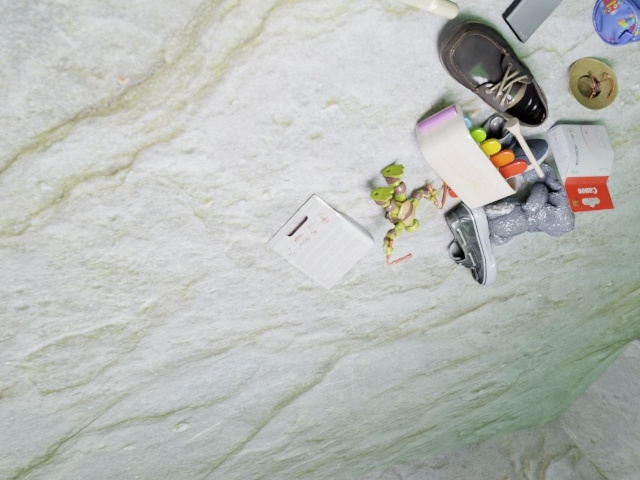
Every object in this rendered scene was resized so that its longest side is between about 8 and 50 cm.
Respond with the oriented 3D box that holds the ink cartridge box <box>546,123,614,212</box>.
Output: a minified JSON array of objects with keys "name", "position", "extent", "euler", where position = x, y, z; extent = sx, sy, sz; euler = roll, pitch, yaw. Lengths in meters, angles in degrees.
[{"name":"ink cartridge box","position":[0.726,-0.200,1.383],"extent":[0.188,0.233,0.066],"euler":[-5,162,-27]}]

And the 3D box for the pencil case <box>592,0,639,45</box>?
[{"name":"pencil case","position":[0.776,-0.550,1.146],"extent":[0.305,0.133,0.119],"euler":[-27,167,-4]}]

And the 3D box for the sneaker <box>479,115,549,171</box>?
[{"name":"sneaker","position":[0.491,-0.248,1.291],"extent":[0.226,0.086,0.164],"euler":[-22,140,-9]}]

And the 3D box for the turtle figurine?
[{"name":"turtle figurine","position":[0.209,-0.090,1.275],"extent":[0.270,0.087,0.217],"euler":[-50,135,-11]}]

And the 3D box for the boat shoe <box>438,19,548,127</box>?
[{"name":"boat shoe","position":[0.397,-0.352,1.104],"extent":[0.355,0.130,0.132],"euler":[16,120,-40]}]

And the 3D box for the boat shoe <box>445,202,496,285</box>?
[{"name":"boat shoe","position":[0.433,0.020,1.507],"extent":[0.119,0.121,0.335],"euler":[-24,128,4]}]

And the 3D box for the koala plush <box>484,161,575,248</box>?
[{"name":"koala plush","position":[0.571,-0.076,1.444],"extent":[0.221,0.203,0.196],"euler":[-19,138,4]}]

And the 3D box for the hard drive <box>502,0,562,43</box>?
[{"name":"hard drive","position":[0.456,-0.500,1.080],"extent":[0.094,0.022,0.135],"euler":[23,115,-43]}]

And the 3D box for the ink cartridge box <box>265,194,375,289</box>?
[{"name":"ink cartridge box","position":[0.000,0.000,1.277],"extent":[0.224,0.056,0.181],"euler":[38,106,-27]}]

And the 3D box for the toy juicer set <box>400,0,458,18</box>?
[{"name":"toy juicer set","position":[0.240,-0.525,0.890],"extent":[0.329,0.089,0.209],"euler":[-54,147,12]}]

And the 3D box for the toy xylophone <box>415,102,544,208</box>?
[{"name":"toy xylophone","position":[0.378,-0.189,1.199],"extent":[0.236,0.081,0.322],"euler":[-16,140,29]}]

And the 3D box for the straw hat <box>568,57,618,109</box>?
[{"name":"straw hat","position":[0.666,-0.382,1.284],"extent":[0.144,0.145,0.061],"euler":[-19,179,-14]}]
